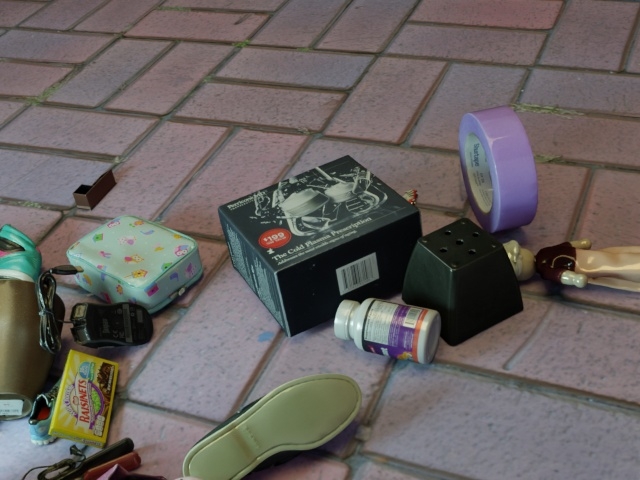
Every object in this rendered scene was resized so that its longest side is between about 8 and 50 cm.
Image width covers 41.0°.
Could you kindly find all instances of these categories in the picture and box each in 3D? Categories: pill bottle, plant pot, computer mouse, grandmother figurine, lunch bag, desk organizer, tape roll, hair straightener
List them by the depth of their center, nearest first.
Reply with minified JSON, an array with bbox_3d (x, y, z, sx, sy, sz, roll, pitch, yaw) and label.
[{"bbox_3d":[-0.444,0.417,1.549,0.230,0.047,0.089,-25,40,-13],"label":"hair straightener"},{"bbox_3d":[0.130,0.173,1.686,0.193,0.108,0.108,10,41,23],"label":"pill bottle"},{"bbox_3d":[-0.621,0.233,1.707,0.215,0.215,0.230,-11,52,-3],"label":"plant pot"},{"bbox_3d":[0.285,0.067,1.745,0.187,0.167,0.188,-24,39,-19],"label":"plant pot"},{"bbox_3d":[-0.476,0.141,1.769,0.262,0.184,0.060,0,-20,-45],"label":"computer mouse"},{"bbox_3d":[0.527,0.053,1.779,0.342,0.104,0.208,1,11,17],"label":"grandmother figurine"},{"bbox_3d":[0.394,-0.159,1.922,0.090,0.275,0.275,-13,38,-5],"label":"tape roll"},{"bbox_3d":[-0.412,0.051,1.950,0.279,0.108,0.224,22,42,31],"label":"lunch bag"},{"bbox_3d":[-0.600,-0.139,2.276,0.047,0.050,0.130,8,41,21],"label":"desk organizer"}]

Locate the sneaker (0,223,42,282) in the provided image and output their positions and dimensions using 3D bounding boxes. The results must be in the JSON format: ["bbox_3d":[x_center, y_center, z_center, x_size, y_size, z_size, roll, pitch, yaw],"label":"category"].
[{"bbox_3d":[-0.788,0.039,2.023,0.295,0.124,0.178,6,44,7],"label":"sneaker"}]

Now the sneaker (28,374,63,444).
[{"bbox_3d":[-0.514,0.314,1.660,0.063,0.073,0.162,1,39,14],"label":"sneaker"}]

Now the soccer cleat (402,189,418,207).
[{"bbox_3d":[0.215,-0.097,2.083,0.036,0.029,0.083,-5,34,19],"label":"soccer cleat"}]

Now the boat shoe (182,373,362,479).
[{"bbox_3d":[-0.088,0.338,1.522,0.340,0.127,0.113,-31,-1,-16],"label":"boat shoe"}]

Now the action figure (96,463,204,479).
[{"bbox_3d":[-0.378,0.458,1.356,0.370,0.248,0.276,-22,-3,23],"label":"action figure"}]

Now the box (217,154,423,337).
[{"bbox_3d":[0.000,0.000,1.863,0.343,0.179,0.312,-23,35,-18],"label":"box"}]

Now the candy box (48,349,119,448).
[{"bbox_3d":[-0.455,0.304,1.659,0.105,0.027,0.206,19,33,-18],"label":"candy box"}]
